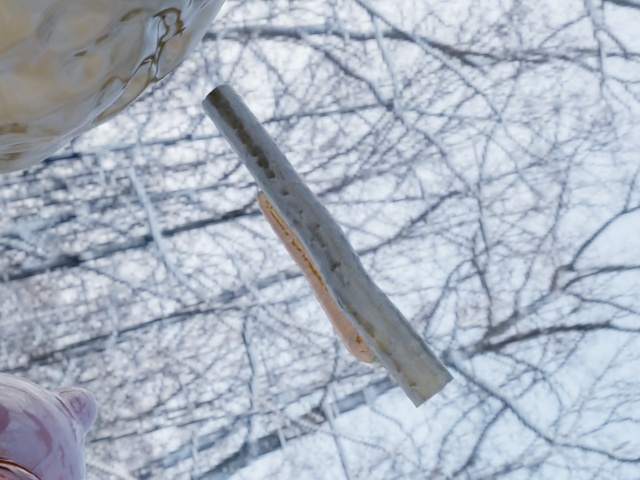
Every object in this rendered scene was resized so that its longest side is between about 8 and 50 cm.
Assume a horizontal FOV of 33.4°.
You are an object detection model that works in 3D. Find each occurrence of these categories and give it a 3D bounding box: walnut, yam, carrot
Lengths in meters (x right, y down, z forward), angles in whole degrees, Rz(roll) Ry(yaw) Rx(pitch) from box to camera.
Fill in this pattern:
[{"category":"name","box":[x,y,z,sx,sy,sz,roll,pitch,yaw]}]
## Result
[{"category":"walnut","box":[-0.220,-0.224,0.733,0.308,0.398,0.354,53,-29,-19]},{"category":"yam","box":[0.000,0.000,0.919,0.327,0.045,0.045,53,-13,12]},{"category":"carrot","box":[0.005,0.047,1.367,0.271,0.066,0.062,56,-38,5]}]

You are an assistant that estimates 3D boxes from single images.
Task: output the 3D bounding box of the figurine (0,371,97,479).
[{"category":"figurine","box":[-0.276,0.187,0.876,0.173,0.173,0.173,34,-49,53]}]
